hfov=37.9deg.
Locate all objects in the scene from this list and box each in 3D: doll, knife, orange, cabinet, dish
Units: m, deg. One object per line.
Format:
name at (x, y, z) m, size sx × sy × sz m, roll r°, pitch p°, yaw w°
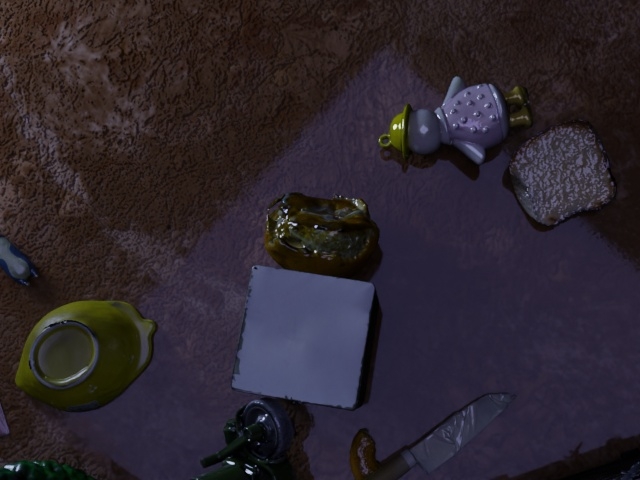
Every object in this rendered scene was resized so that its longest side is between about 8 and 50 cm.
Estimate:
doll at (-0.441, 0.016, 1.292) m, size 0.125 × 0.027 × 0.037 m, roll 40°, pitch 79°, yaw 9°
knife at (0.130, 0.275, 1.183) m, size 0.298 × 0.017 × 0.047 m, roll -33°, pitch 84°, yaw -16°
doll at (0.179, -0.155, 1.240) m, size 0.207 × 0.081 × 0.129 m, roll -13°, pitch 73°, yaw 5°
orange at (0.000, 0.000, 1.197) m, size 0.160 × 0.170 × 0.112 m, roll 20°, pitch 124°, yaw 31°
cabinet at (-0.011, 0.127, 1.148) m, size 0.145 × 0.206 × 0.150 m, roll 8°, pitch 82°, yaw 6°
dish at (-0.323, 0.150, 1.237) m, size 0.207 × 0.080 × 0.149 m, roll -26°, pitch 81°, yaw 2°

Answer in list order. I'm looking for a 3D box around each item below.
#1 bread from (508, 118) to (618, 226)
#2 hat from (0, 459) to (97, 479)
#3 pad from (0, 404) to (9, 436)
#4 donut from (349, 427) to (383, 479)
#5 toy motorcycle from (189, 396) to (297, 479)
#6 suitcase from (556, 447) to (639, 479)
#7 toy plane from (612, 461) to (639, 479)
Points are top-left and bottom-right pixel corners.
bread at (0.318, -0.087, 1.239) m, size 0.129 × 0.044 × 0.126 m, roll -24°, pitch 87°, yaw -2°
hat at (-0.357, 0.459, 1.125) m, size 0.274 × 0.242 × 0.332 m, roll 32°, pitch 98°, yaw 21°
pad at (-0.528, 0.244, 1.276) m, size 0.187 × 0.006 × 0.113 m, roll -21°, pitch 80°, yaw 1°
donut at (0.069, 0.286, 1.203) m, size 0.067 × 0.038 × 0.083 m, roll 2°, pitch 83°, yaw 8°
toy motorcycle at (-0.107, 0.338, 1.123) m, size 0.127 × 0.205 × 0.275 m, roll -6°, pitch 94°, yaw 48°
suitcase at (0.361, 0.383, 1.111) m, size 0.335 × 0.152 × 0.230 m, roll -20°, pitch 78°, yaw 4°
toy plane at (0.341, 0.282, 1.040) m, size 0.084 × 0.024 × 0.078 m, roll 5°, pitch 98°, yaw 9°
